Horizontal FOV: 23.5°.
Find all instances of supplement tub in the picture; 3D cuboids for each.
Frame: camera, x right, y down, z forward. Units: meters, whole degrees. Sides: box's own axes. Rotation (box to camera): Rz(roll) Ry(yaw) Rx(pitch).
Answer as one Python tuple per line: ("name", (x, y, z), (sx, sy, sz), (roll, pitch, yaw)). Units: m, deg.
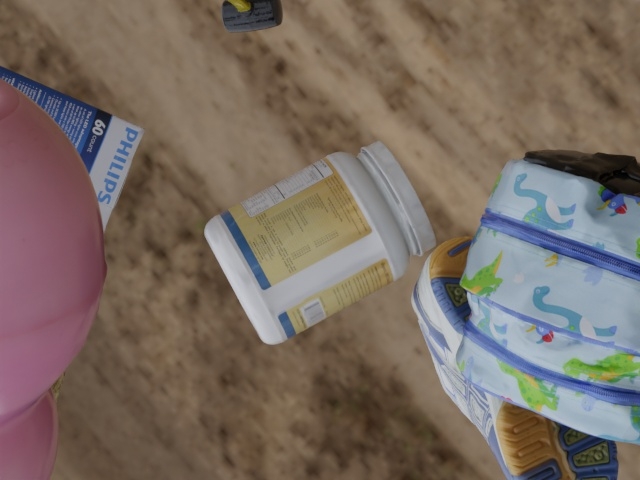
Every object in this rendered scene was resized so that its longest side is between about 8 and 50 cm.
("supplement tub", (0.000, 0.000, 1.542), (0.144, 0.200, 0.144), (61, 175, 9))

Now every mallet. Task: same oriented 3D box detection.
("mallet", (-0.085, -0.252, 1.565), (0.190, 0.062, 0.039), (39, -133, -77))

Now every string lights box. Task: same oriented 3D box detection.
("string lights box", (-0.329, -0.107, 1.615), (0.260, 0.133, 0.077), (24, 176, -30))

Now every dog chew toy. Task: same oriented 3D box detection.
("dog chew toy", (-0.221, 0.079, 0.782), (0.206, 0.207, 0.332), (34, 123, 43))

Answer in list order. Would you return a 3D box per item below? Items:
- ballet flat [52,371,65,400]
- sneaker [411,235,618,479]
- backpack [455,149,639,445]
("ballet flat", (-0.253, 0.085, 1.065), (0.123, 0.123, 0.348), (57, 168, -21))
("sneaker", (0.180, 0.141, 1.455), (0.296, 0.112, 0.131), (67, 160, 13))
("backpack", (0.253, 0.048, 1.220), (0.290, 0.273, 0.355), (27, 170, 26))
